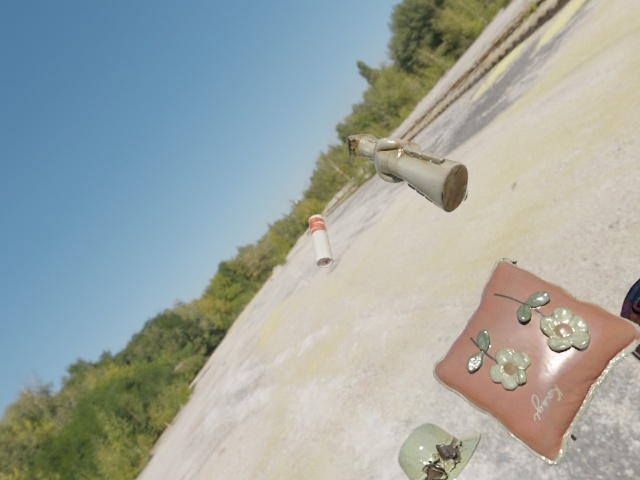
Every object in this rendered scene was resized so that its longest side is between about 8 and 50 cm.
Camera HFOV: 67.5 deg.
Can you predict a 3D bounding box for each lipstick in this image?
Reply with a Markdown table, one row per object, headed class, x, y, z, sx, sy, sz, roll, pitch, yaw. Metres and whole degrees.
| class | x | y | z | sx | sy | sz | roll | pitch | yaw |
| --- | --- | --- | --- | --- | --- | --- | --- | --- | --- |
| lipstick | 0.000 | 0.000 | 1.073 | 0.038 | 0.038 | 0.131 | -49 | 37 | 35 |

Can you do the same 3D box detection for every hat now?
| class | x | y | z | sx | sy | sz | roll | pitch | yaw |
| --- | --- | --- | --- | --- | --- | --- | --- | --- | --- |
| hat | 0.268 | 0.537 | 1.191 | 0.257 | 0.130 | 0.257 | -44 | -20 | -21 |

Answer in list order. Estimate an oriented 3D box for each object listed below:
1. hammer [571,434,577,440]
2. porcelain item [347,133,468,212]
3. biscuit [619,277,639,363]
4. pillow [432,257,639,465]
| class | x | y | z | sx | sy | sz | roll | pitch | yaw |
| --- | --- | --- | --- | --- | --- | --- | --- | --- | --- |
| hammer | 0.451 | 0.332 | 0.925 | 0.029 | 0.123 | 0.014 | -33 | -13 | -20 |
| porcelain item | 0.121 | -0.115 | 0.713 | 0.054 | 0.213 | 0.084 | -27 | -50 | -24 |
| biscuit | 0.980 | 0.183 | 1.225 | 0.407 | 0.091 | 0.407 | -38 | 23 | 20 |
| pillow | 0.234 | 0.128 | 0.545 | 0.179 | 0.171 | 0.075 | -57 | -37 | -1 |
